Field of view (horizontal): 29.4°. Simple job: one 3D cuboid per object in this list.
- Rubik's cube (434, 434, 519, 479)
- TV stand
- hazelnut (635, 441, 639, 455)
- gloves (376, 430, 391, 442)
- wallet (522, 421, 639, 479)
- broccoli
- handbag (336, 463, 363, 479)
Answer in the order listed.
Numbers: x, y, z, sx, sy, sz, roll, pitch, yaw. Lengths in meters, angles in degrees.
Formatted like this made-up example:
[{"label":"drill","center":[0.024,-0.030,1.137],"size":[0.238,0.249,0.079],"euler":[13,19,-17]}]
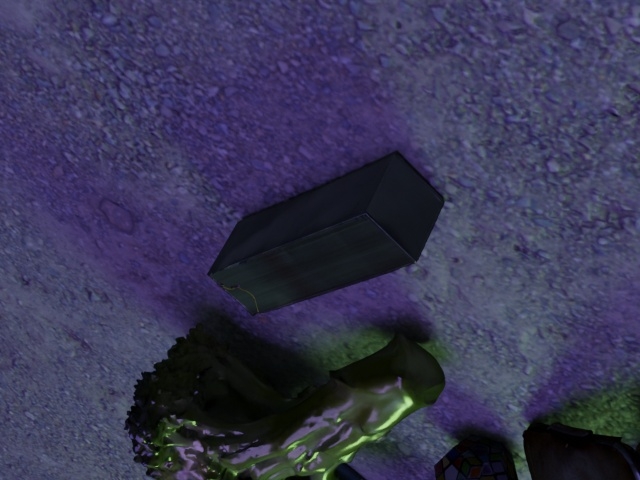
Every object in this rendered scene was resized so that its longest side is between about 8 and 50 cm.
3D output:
[{"label":"Rubik's cube","center":[0.196,0.299,1.527],"size":[0.093,0.111,0.111],"euler":[18,154,-32]},{"label":"TV stand","center":[0.000,0.000,1.283],"size":[0.083,0.088,0.269],"euler":[43,143,-23]},{"label":"hazelnut","center":[0.386,0.251,1.354],"size":[0.086,0.086,0.086],"euler":[19,145,14]},{"label":"gloves","center":[0.071,0.242,1.599],"size":[0.044,0.037,0.081],"euler":[52,165,32]},{"label":"wallet","center":[0.301,0.269,1.355],"size":[0.137,0.031,0.255],"euler":[70,161,-3]},{"label":"broccoli","center":[-0.062,0.218,1.505],"size":[0.353,0.275,0.397],"euler":[2,146,-14]},{"label":"handbag","center":[-0.022,0.368,1.797],"size":[0.229,0.062,0.179],"euler":[43,143,-19]}]
